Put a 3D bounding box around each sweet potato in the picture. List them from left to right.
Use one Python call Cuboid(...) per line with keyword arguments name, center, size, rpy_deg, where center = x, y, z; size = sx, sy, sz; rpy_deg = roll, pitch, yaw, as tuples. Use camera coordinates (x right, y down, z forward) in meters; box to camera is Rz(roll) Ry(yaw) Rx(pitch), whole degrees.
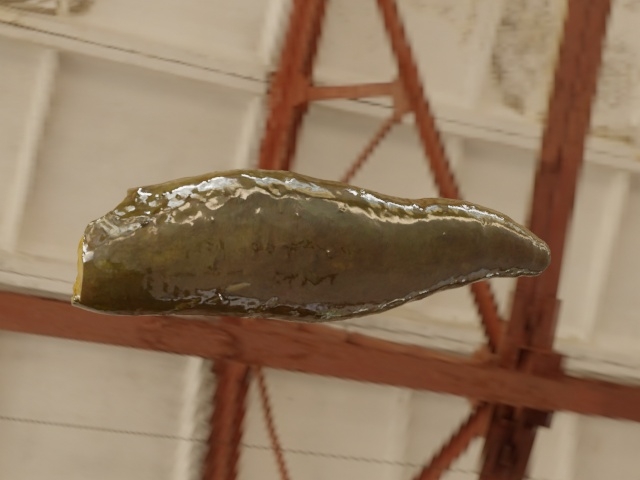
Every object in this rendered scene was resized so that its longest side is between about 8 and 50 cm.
Cuboid(name="sweet potato", center=(0.000, 0.000, 0.874), size=(0.244, 0.077, 0.077), rpy_deg=(-3, -85, -11))
